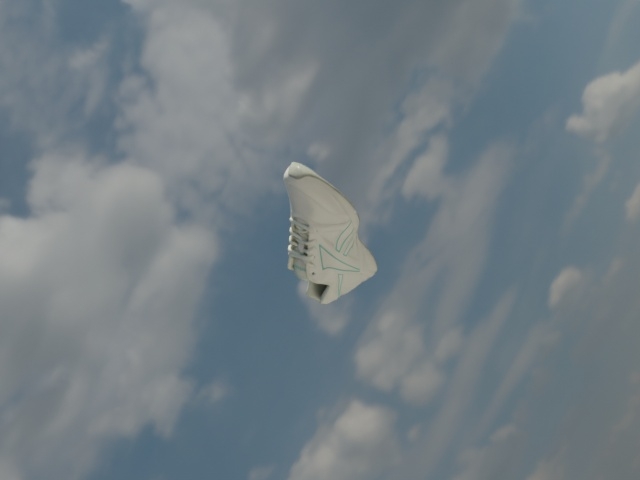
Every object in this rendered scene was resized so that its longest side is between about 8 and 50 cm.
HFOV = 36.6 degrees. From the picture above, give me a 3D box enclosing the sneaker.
[{"bbox_3d":[0.000,0.000,0.771,0.061,0.053,0.152,-43,-41,-14],"label":"sneaker"}]
